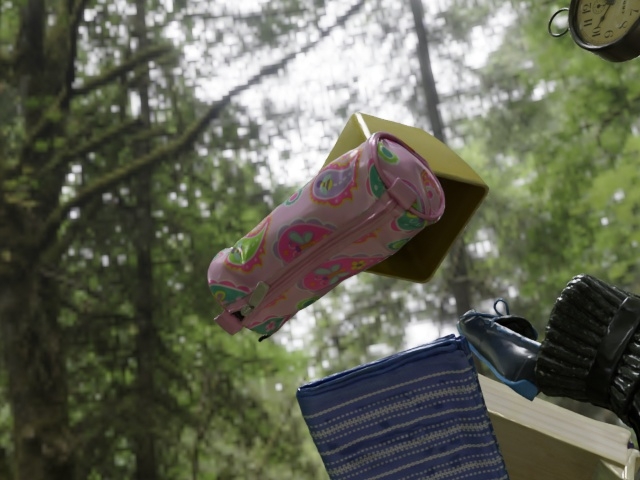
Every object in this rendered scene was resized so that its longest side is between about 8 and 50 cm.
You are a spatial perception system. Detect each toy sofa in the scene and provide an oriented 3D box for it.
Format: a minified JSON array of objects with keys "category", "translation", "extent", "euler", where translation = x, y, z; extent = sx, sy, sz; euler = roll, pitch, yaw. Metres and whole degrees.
[{"category":"toy sofa","translation":[0.329,0.353,2.179],"extent":[0.362,0.177,0.150],"euler":[21,-69,8]}]

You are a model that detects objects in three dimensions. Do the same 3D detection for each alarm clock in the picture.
[{"category":"alarm clock","translation":[0.354,-0.280,1.624],"extent":[0.064,0.129,0.192],"euler":[20,-15,-38]}]

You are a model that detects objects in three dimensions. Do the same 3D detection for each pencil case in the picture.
[{"category":"pencil case","translation":[0.000,0.000,1.453],"extent":[0.284,0.124,0.124],"euler":[-36,-38,29]}]

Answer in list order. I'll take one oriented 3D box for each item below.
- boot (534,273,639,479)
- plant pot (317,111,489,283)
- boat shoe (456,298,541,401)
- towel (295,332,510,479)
[{"category":"boot","translation":[0.386,0.218,1.687],"extent":[0.260,0.348,0.131],"euler":[15,-32,23]},{"category":"plant pot","translation":[0.106,-0.083,2.134],"extent":[0.212,0.187,0.212],"euler":[12,-55,-28]},{"category":"boat shoe","translation":[0.282,0.153,1.934],"extent":[0.109,0.258,0.089],"euler":[33,-84,-26]},{"category":"towel","translation":[0.125,0.291,1.837],"extent":[0.243,0.040,0.336],"euler":[-19,-58,3]}]
